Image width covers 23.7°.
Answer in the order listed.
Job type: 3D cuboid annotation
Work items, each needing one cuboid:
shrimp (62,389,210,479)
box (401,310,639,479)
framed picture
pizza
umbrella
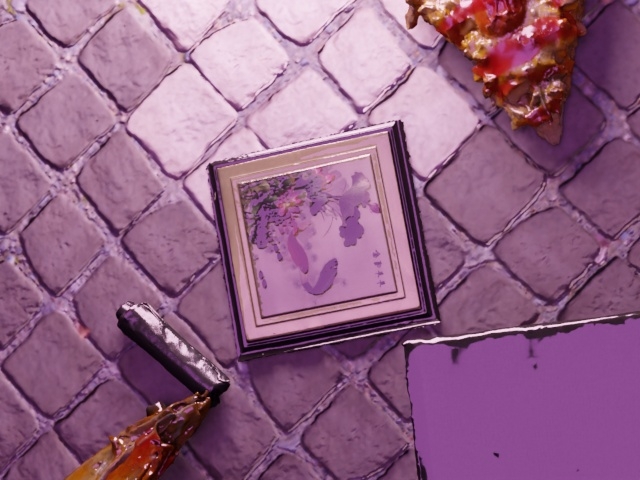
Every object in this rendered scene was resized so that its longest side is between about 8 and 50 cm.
[{"bbox_3d":[-0.204,0.243,1.380,0.062,0.154,0.294,42,88,-17],"label":"shrimp"},{"bbox_3d":[0.258,0.183,1.241,0.345,0.204,0.251,-7,84,12],"label":"box"},{"bbox_3d":[0.000,0.000,1.413,0.199,0.010,0.195,-12,83,12],"label":"framed picture"},{"bbox_3d":[0.178,-0.180,1.361,0.188,0.062,0.199,-20,83,13],"label":"pizza"},{"bbox_3d":[-0.138,0.103,1.427,0.133,0.031,0.036,39,69,13],"label":"umbrella"}]
